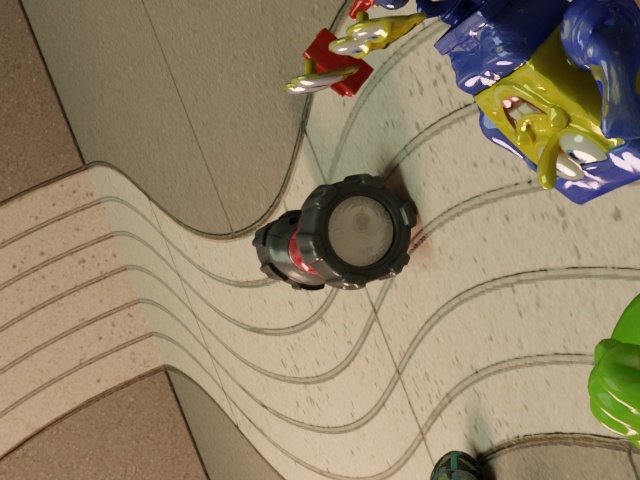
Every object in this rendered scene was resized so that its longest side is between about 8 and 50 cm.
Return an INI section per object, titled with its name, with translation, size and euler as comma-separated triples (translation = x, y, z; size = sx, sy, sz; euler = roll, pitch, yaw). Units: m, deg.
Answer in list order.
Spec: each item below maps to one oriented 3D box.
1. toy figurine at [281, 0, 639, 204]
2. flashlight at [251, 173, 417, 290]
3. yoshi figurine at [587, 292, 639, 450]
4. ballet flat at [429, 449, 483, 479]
[toy figurine]
translation = 0.153, -0.118, 0.908
size = 0.217, 0.191, 0.362
euler = 39, 160, -9
[flashlight]
translation = 0.000, 0.000, 1.574
size = 0.103, 0.103, 0.304
euler = 68, 165, -3
[yoshi figurine]
translation = 0.201, 0.014, 0.755
size = 0.203, 0.204, 0.362
euler = -106, 4, -46
[ballet flat]
translation = 0.134, 0.267, 1.588
size = 0.070, 0.070, 0.188
euler = 55, 159, 40
